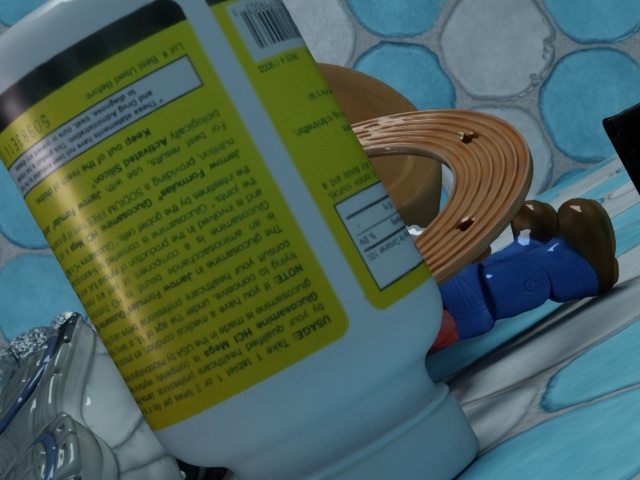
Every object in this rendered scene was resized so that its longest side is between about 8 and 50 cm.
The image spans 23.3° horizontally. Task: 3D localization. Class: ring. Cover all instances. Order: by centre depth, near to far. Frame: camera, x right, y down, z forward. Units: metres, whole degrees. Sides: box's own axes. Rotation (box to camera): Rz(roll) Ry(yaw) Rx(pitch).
[{"bbox_3d":[0.000,0.000,1.149,0.336,0.032,0.336,-20,24,9],"label":"ring"}]

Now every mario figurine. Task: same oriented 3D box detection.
[{"bbox_3d":[0.066,0.030,1.210,0.320,0.170,0.198,-23,-28,-20],"label":"mario figurine"}]

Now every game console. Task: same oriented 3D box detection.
[{"bbox_3d":[0.277,-0.055,1.210,0.107,0.122,0.071,-28,1,38],"label":"game console"}]

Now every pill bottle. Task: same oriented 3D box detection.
[{"bbox_3d":[-0.048,0.008,0.901,0.188,0.334,0.188,-28,0,0],"label":"pill bottle"}]

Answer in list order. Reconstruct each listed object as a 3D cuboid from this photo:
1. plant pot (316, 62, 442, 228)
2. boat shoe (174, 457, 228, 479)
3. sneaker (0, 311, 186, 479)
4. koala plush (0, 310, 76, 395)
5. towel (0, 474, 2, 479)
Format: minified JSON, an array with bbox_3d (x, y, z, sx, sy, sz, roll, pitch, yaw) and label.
[{"bbox_3d":[-0.011,-0.025,1.441,0.291,0.291,0.203,-29,-26,-36],"label":"plant pot"},{"bbox_3d":[-0.123,0.182,1.337,0.092,0.103,0.285,10,7,-7],"label":"boat shoe"},{"bbox_3d":[-0.152,0.149,1.027,0.111,0.129,0.297,-50,22,11],"label":"sneaker"},{"bbox_3d":[-0.282,0.193,1.703,0.203,0.221,0.196,-29,1,42],"label":"koala plush"},{"bbox_3d":[-0.267,0.232,1.227,0.312,0.056,0.324,-48,17,-18],"label":"towel"}]
